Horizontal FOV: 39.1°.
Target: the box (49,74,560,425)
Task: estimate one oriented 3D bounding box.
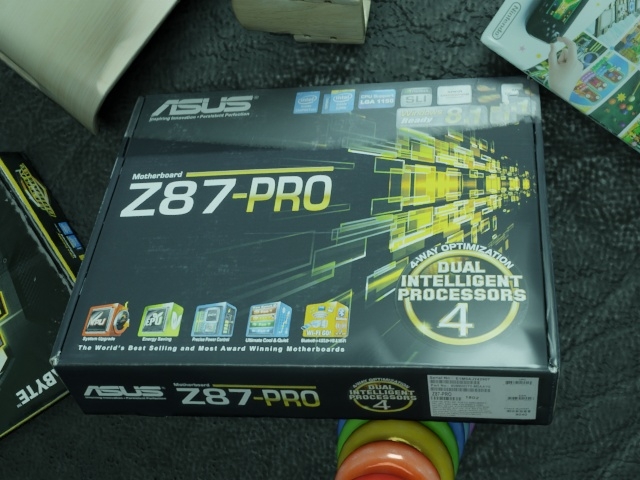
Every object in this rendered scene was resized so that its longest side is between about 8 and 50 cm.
[{"bbox_3d":[0.000,0.000,0.794,0.394,0.318,0.097,0,139,11],"label":"box"}]

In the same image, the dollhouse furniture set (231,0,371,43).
[{"bbox_3d":[-0.045,-0.386,0.799,0.198,0.286,0.303,7,69,9],"label":"dollhouse furniture set"}]

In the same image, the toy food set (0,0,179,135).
[{"bbox_3d":[-0.220,-0.291,0.908,0.219,0.092,0.306,39,93,4],"label":"toy food set"}]

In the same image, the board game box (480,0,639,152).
[{"bbox_3d":[0.330,-0.186,0.781,0.303,0.097,0.224,36,117,5],"label":"board game box"}]

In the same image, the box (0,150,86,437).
[{"bbox_3d":[-0.391,0.093,0.979,0.322,0.079,0.257,-32,88,12],"label":"box"}]

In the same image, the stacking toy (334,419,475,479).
[{"bbox_3d":[0.065,0.182,0.769,0.141,0.330,0.141,2,102,10],"label":"stacking toy"}]
